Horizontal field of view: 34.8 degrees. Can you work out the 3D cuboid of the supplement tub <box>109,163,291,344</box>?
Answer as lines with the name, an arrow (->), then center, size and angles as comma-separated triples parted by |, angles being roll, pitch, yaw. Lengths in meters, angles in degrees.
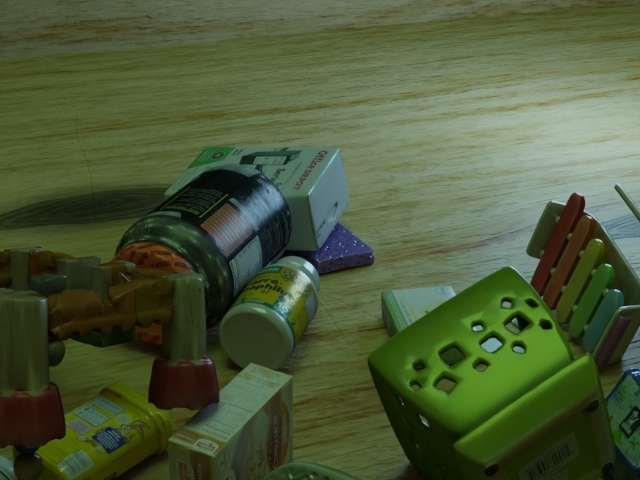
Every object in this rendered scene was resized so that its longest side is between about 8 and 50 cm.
supplement tub -> -0.199, 0.020, 1.682 | 0.207, 0.207, 0.338 | 11, 28, 20

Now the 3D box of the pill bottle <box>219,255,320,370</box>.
pill bottle -> -0.070, 0.108, 1.607 | 0.117, 0.117, 0.208 | 8, 27, 15

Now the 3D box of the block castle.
block castle -> -0.370, 0.137, 1.264 | 0.453, 0.213, 0.303 | 7, 9, 44

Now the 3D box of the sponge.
sponge -> 0.000, 0.000, 1.925 | 0.117, 0.031, 0.210 | -12, 29, -25

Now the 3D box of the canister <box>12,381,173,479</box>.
canister -> -0.297, 0.265, 1.332 | 0.126, 0.073, 0.170 | 21, 34, 35

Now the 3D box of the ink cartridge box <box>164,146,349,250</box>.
ink cartridge box -> -0.114, -0.084, 1.932 | 0.289, 0.121, 0.211 | 1, 31, 19

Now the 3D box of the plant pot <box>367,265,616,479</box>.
plant pot -> 0.221, 0.209, 1.241 | 0.228, 0.227, 0.207 | -31, 40, -10

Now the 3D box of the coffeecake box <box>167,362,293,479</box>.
coffeecake box -> -0.106, 0.262, 1.262 | 0.068, 0.142, 0.185 | 14, 30, 24

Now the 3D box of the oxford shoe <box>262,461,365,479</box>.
oxford shoe -> 0.125, 0.365, 1.077 | 0.449, 0.130, 0.169 | 20, 77, 32

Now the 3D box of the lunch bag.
lunch bag -> 0.410, 0.255, 1.280 | 0.096, 0.151, 0.129 | -5, 27, -12

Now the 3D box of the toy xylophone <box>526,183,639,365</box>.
toy xylophone -> 0.442, 0.041, 1.640 | 0.081, 0.236, 0.323 | 8, 25, -17

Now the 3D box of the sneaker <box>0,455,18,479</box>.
sneaker -> -0.499, 0.288, 1.254 | 0.258, 0.094, 0.091 | 8, 22, 12

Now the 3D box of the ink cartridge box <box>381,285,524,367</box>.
ink cartridge box -> 0.228, 0.133, 1.638 | 0.235, 0.056, 0.171 | -5, 26, -8
